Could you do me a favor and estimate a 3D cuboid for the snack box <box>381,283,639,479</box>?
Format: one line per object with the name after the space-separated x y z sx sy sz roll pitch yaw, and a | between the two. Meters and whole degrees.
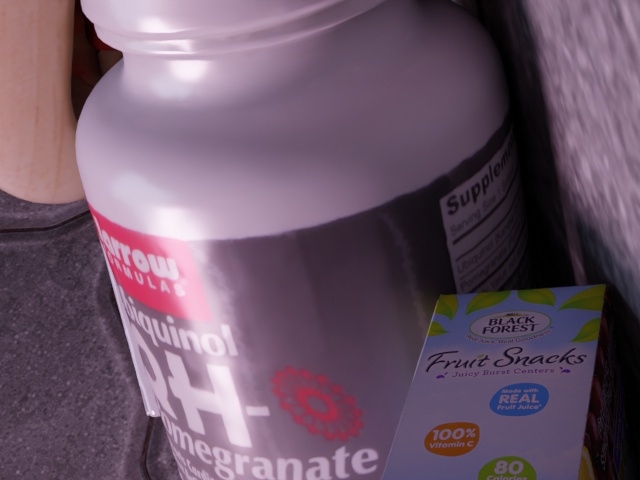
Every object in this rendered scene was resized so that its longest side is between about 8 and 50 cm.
0.067 0.143 0.424 0.207 0.070 0.175 -63 -37 -53 | snack box

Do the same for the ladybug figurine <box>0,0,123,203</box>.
-0.147 -0.216 0.802 0.162 0.305 0.449 36 140 15 | ladybug figurine

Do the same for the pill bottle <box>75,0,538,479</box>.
0.000 0.000 0.549 0.176 0.176 0.319 -109 5 -61 | pill bottle

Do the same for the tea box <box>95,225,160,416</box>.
-0.095 0.019 1.634 0.220 0.323 0.329 80 172 -85 | tea box
